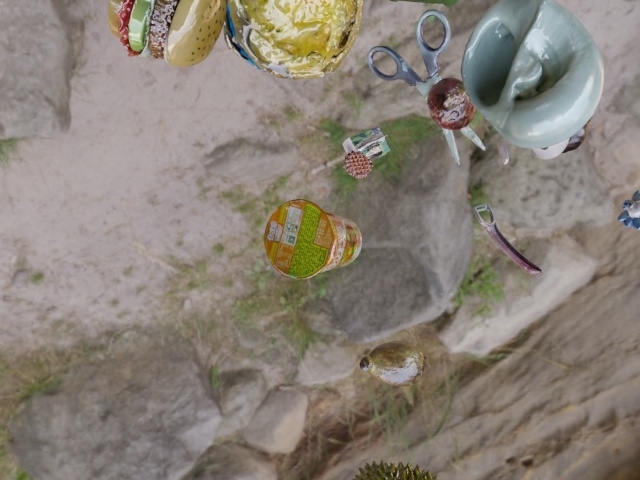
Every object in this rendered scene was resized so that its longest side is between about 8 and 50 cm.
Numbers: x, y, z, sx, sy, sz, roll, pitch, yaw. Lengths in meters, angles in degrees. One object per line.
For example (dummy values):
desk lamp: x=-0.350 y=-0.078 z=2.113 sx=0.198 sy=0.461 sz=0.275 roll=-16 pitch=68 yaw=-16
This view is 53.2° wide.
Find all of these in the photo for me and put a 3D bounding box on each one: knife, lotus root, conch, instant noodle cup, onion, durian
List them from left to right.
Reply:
instant noodle cup: x=0.000 y=0.000 z=1.358 sx=0.168 sy=0.168 sz=0.185 roll=-35 pitch=163 yaw=24
lotus root: x=0.219 y=0.368 z=1.920 sx=0.214 sy=0.138 sz=0.138 roll=11 pitch=139 yaw=-17
durian: x=0.160 y=0.544 z=1.284 sx=0.237 sy=0.176 sz=0.200 roll=11 pitch=-175 yaw=9
onion: x=0.258 y=-0.270 z=1.270 sx=0.107 sy=0.107 sz=0.097 roll=10 pitch=168 yaw=-36
knife: x=0.580 y=0.003 z=1.986 sx=0.123 sy=0.278 sz=0.053 roll=-16 pitch=153 yaw=-48
conch: x=0.296 y=-0.236 z=0.906 sx=0.185 sy=0.221 sz=0.121 roll=-11 pitch=171 yaw=13

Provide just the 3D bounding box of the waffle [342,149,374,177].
waffle: x=0.099 y=-0.205 z=1.717 sx=0.083 sy=0.075 sz=0.029 roll=36 pitch=152 yaw=0

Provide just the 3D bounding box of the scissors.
scissors: x=0.292 y=-0.369 z=1.634 sx=0.256 sy=0.383 sz=0.029 roll=-20 pitch=-162 yaw=45

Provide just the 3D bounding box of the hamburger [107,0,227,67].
hamburger: x=-0.207 y=-0.327 z=0.910 sx=0.137 sy=0.175 sz=0.175 roll=24 pitch=138 yaw=-1

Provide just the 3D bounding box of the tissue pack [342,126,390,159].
tissue pack: x=0.137 y=-0.275 z=1.853 sx=0.111 sy=0.085 sz=0.079 roll=-25 pitch=177 yaw=-27

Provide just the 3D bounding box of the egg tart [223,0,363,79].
egg tart: x=-0.034 y=-0.402 z=1.040 sx=0.291 sy=0.107 sz=0.290 roll=-9 pitch=108 yaw=-28

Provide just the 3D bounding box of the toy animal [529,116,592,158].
toy animal: x=0.724 y=-0.357 z=2.019 sx=0.235 sy=0.187 sz=0.165 roll=-18 pitch=168 yaw=-36

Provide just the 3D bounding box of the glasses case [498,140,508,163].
glasses case: x=0.611 y=-0.295 z=2.136 sx=0.021 sy=0.083 sz=0.032 roll=-6 pitch=160 yaw=-4

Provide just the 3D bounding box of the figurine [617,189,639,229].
figurine: x=0.879 y=-0.075 z=1.740 sx=0.114 sy=0.114 sz=0.079 roll=-34 pitch=137 yaw=23

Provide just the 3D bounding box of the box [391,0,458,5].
box: x=0.282 y=-0.776 z=1.649 sx=0.253 sy=0.328 sz=0.178 roll=8 pitch=164 yaw=11
